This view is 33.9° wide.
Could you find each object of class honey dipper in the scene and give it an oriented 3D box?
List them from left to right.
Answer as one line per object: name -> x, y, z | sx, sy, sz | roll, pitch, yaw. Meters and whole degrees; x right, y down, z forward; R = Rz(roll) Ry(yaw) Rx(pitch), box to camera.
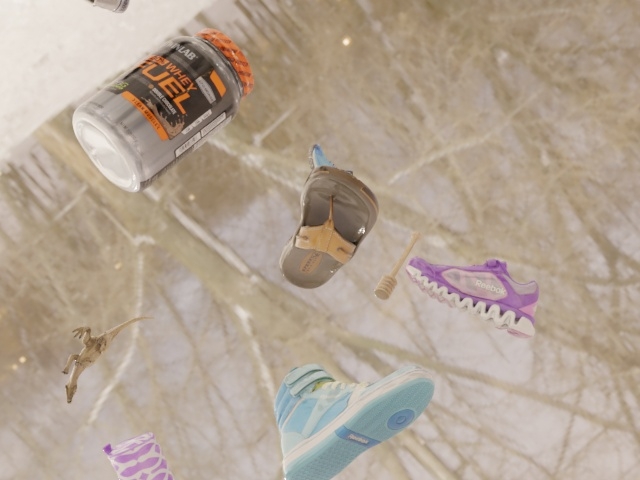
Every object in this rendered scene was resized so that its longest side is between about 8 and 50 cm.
honey dipper -> 0.140, 0.040, 1.866 | 0.030, 0.030, 0.160 | -33, -161, 50

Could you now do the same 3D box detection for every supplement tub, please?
supplement tub -> -0.306, -0.268, 2.104 | 0.338, 0.207, 0.207 | -43, -172, -25

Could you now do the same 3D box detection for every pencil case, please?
pencil case -> -0.268, 0.410, 1.675 | 0.088, 0.206, 0.086 | -18, -177, 27

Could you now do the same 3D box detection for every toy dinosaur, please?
toy dinosaur -> -0.335, 0.158, 1.580 | 0.183, 0.053, 0.092 | -48, 165, -17

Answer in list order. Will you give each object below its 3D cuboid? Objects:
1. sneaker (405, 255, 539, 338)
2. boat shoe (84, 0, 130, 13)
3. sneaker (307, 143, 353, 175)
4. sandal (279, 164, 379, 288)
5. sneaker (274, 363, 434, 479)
sneaker -> 0.259, 0.072, 1.738 | 0.104, 0.236, 0.095 | -65, 169, -5
boat shoe -> -0.497, -0.558, 2.213 | 0.088, 0.267, 0.096 | -2, 131, -42
sneaker -> 0.030, -0.137, 2.217 | 0.073, 0.162, 0.063 | -32, -162, -3
sandal -> 0.000, 0.000, 1.170 | 0.219, 0.090, 0.060 | 123, -11, -51
sneaker -> 0.039, 0.267, 1.846 | 0.319, 0.127, 0.208 | -37, -135, 15
